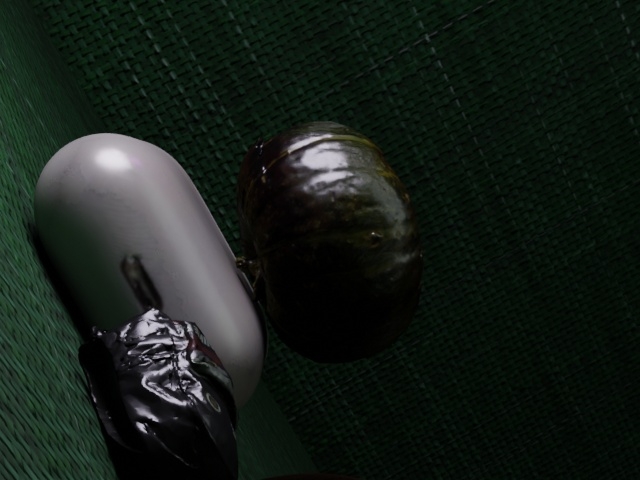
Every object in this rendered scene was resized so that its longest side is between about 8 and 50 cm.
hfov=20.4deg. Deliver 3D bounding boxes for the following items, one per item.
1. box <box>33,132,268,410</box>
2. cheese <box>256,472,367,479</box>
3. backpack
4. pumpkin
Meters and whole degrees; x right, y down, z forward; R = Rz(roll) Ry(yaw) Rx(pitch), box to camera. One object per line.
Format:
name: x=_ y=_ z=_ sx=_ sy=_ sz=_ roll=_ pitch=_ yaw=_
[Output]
box: x=-0.156 y=0.035 z=1.697 sx=0.289 sy=0.141 sz=0.349 roll=60 pitch=0 yaw=-2
cheese: x=-0.023 y=0.313 z=1.788 sx=0.177 sy=0.203 sz=0.128 roll=27 pitch=-9 yaw=20
backpack: x=-0.115 y=0.137 z=1.401 sx=0.165 sy=0.105 sz=0.120 roll=55 pitch=-9 yaw=50
pumpkin: x=-0.002 y=0.001 z=1.686 sx=0.238 sy=0.159 sz=0.238 roll=162 pitch=-90 yaw=-72
